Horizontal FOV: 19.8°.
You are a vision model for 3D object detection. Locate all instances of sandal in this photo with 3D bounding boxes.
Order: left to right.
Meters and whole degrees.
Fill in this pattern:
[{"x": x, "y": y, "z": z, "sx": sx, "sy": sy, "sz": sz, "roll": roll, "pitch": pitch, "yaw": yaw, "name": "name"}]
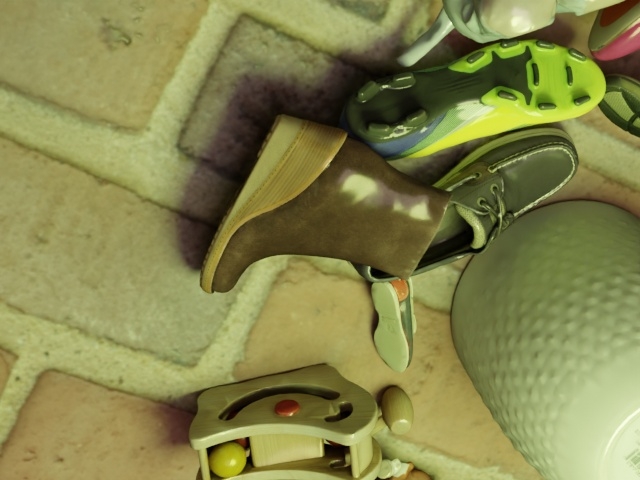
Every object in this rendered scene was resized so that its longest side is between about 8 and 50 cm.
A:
[{"x": 0.437, "y": -0.146, "z": 2.043, "sx": 0.302, "sy": 0.120, "sz": 0.086, "roll": 11, "pitch": 86, "yaw": -23, "name": "sandal"}]

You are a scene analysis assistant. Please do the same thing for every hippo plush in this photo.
[{"x": 0.196, "y": -0.330, "z": 1.823, "sx": 0.234, "sy": 0.294, "sz": 0.237, "roll": -20, "pitch": 96, "yaw": -18, "name": "hippo plush"}]

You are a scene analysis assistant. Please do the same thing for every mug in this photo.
[{"x": 0.342, "y": 0.184, "z": 2.046, "sx": 0.276, "sy": 0.328, "sz": 0.374, "roll": -29, "pitch": 121, "yaw": 0, "name": "mug"}]

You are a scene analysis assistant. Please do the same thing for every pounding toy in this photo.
[{"x": -0.011, "y": 0.246, "z": 2.078, "sx": 0.269, "sy": 0.154, "sz": 0.155, "roll": -11, "pitch": 119, "yaw": -10, "name": "pounding toy"}]

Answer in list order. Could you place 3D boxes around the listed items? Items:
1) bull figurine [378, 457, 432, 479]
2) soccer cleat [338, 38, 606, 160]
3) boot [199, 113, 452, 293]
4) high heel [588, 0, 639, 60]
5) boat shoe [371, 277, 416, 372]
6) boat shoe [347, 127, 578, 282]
[{"x": 0.018, "y": 0.373, "z": 2.165, "sx": 0.310, "sy": 0.101, "sz": 0.188, "roll": -41, "pitch": 161, "yaw": -2, "name": "bull figurine"}, {"x": 0.159, "y": -0.147, "z": 1.963, "sx": 0.289, "sy": 0.093, "sz": 0.121, "roll": -11, "pitch": 164, "yaw": -8, "name": "soccer cleat"}, {"x": 0.000, "y": 0.000, "z": 1.940, "sx": 0.207, "sy": 0.090, "sz": 0.248, "roll": 27, "pitch": 123, "yaw": -5, "name": "boot"}, {"x": 0.465, "y": -0.281, "z": 1.954, "sx": 0.377, "sy": 0.127, "sz": 0.181, "roll": -40, "pitch": 116, "yaw": 6, "name": "high heel"}, {"x": 0.088, "y": 0.090, "z": 2.090, "sx": 0.043, "sy": 0.049, "sz": 0.137, "roll": -42, "pitch": 136, "yaw": -38, "name": "boat shoe"}, {"x": 0.162, "y": -0.029, "z": 2.019, "sx": 0.285, "sy": 0.092, "sz": 0.103, "roll": -24, "pitch": 123, "yaw": -2, "name": "boat shoe"}]
